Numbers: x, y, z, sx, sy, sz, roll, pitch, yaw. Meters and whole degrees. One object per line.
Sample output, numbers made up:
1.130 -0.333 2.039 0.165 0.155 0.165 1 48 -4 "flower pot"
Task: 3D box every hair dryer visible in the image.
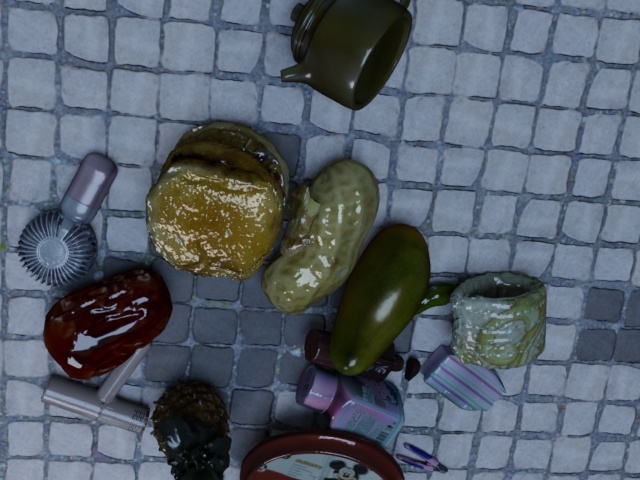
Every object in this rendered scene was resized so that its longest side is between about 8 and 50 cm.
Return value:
-0.377 0.227 1.736 0.195 0.054 0.220 21 104 -14 "hair dryer"

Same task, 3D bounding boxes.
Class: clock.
0.003 0.461 1.827 0.318 0.080 0.319 4 131 4 "clock"

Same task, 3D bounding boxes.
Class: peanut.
0.000 0.000 1.673 0.146 0.147 0.306 17 111 -14 "peanut"

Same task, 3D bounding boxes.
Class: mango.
0.101 0.105 1.685 0.129 0.146 0.289 38 78 -30 "mango"

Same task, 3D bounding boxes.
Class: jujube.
-0.365 0.141 1.655 0.230 0.155 0.155 -26 111 -3 "jujube"

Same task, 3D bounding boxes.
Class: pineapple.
-0.228 0.356 1.667 0.141 0.310 0.170 -32 111 2 "pineapple"

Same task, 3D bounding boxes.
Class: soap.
0.278 0.264 1.843 0.149 0.056 0.100 36 103 -18 "soap"

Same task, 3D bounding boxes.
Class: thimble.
0.322 0.147 1.759 0.190 0.137 0.144 -7 113 -19 "thimble"

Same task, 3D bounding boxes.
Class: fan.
-0.420 -0.035 1.630 0.130 0.074 0.244 30 98 -6 "fan"

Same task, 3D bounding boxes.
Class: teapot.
0.037 -0.336 1.541 0.175 0.186 0.268 34 70 11 "teapot"

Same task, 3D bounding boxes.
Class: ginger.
-0.033 -0.030 1.586 0.057 0.044 0.137 18 112 5 "ginger"

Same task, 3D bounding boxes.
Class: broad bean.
0.146 0.126 1.776 0.256 0.053 0.052 -19 106 -1 "broad bean"

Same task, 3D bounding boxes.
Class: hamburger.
-0.164 -0.065 1.593 0.244 0.163 0.245 1 115 3 "hamburger"

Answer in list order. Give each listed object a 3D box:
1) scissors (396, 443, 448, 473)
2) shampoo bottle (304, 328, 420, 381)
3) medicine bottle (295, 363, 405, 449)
0.207 0.442 1.919 0.113 0.012 0.039 28 103 -17 "scissors"
0.082 0.217 1.779 0.236 0.067 0.068 15 144 -27 "shampoo bottle"
0.054 0.300 1.787 0.187 0.119 0.094 25 114 -16 "medicine bottle"
